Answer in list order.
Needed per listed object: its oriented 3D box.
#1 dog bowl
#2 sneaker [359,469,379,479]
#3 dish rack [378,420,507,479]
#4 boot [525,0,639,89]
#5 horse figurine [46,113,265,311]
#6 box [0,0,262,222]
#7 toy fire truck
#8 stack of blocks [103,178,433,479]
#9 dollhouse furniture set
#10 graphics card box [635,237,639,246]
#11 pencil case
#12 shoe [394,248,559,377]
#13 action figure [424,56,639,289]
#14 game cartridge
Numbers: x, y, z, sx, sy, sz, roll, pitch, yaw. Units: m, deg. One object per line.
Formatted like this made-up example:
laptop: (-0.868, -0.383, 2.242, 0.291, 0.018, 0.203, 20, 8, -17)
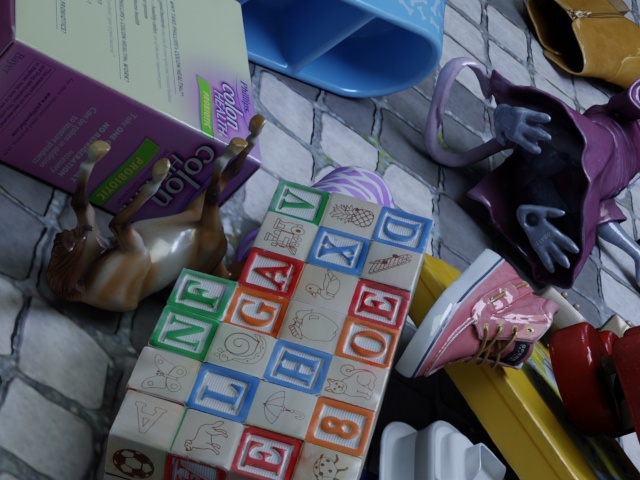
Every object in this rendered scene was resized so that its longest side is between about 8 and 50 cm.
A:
dog bowl: (0.007, -0.229, 1.705, 0.297, 0.166, 0.074, 18, 54, -41)
sneaker: (0.027, 0.219, 1.315, 0.209, 0.069, 0.082, 23, 75, -52)
dish rack: (0.164, 0.308, 1.291, 0.333, 0.072, 0.286, 46, 29, -29)
boot: (0.412, -0.234, 2.286, 0.295, 0.104, 0.211, 51, 36, 16)
horse figurine: (-0.127, -0.004, 1.298, 0.066, 0.174, 0.263, 38, 33, 27)
box: (-0.186, -0.149, 1.403, 0.243, 0.117, 0.214, 25, 37, -32)
toy fire truck: (0.329, 0.178, 1.463, 0.302, 0.169, 0.254, 17, 54, -69)
stack of blocks: (-0.033, 0.086, 1.240, 0.171, 0.087, 0.297, 16, 44, 5)
dollhouse furniture set: (0.296, 0.078, 1.687, 0.151, 0.123, 0.144, 44, -8, 1)
graphics card box: (0.539, 0.145, 2.000, 0.232, 0.094, 0.371, 16, 44, -41)
pencil case: (0.000, 0.000, 1.502, 0.206, 0.086, 0.088, -41, 123, -57)
shoe: (0.127, 0.072, 1.302, 0.081, 0.063, 0.178, 36, 34, 9)
action figure: (0.295, -0.082, 1.917, 0.275, 0.248, 0.370, 28, 26, 20)
game cartridge: (0.194, 0.150, 1.479, 0.285, 0.052, 0.323, 56, 10, 23)
